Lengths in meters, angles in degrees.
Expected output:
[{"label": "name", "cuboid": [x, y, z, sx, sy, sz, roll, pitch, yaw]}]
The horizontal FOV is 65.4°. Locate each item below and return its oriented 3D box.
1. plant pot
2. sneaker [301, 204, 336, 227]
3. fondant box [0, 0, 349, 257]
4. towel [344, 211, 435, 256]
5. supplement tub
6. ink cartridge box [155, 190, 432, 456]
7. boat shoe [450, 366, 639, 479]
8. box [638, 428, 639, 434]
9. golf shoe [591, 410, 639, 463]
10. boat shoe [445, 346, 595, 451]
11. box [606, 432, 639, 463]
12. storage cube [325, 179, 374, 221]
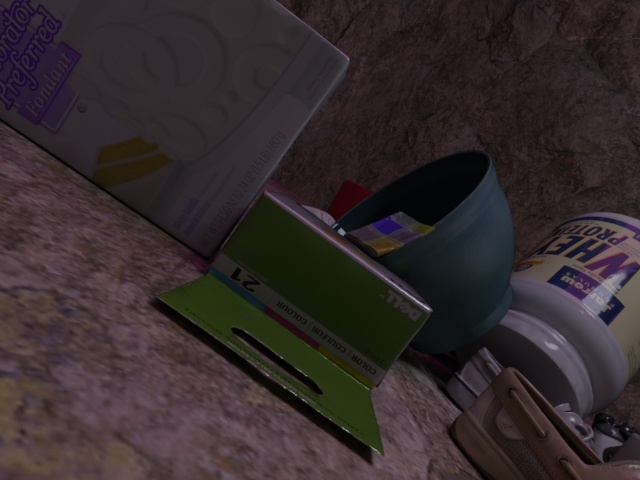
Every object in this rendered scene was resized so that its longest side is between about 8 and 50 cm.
[{"label": "plant pot", "cuboid": [0.151, 0.034, 0.716, 0.196, 0.293, 0.293, 55, 0, -15]}, {"label": "sneaker", "cuboid": [0.000, 0.000, 0.943, 0.232, 0.090, 0.115, 37, 8, 22]}, {"label": "fondant box", "cuboid": [-0.174, -0.174, 0.496, 0.330, 0.238, 0.096, 35, 6, -6]}, {"label": "towel", "cuboid": [0.075, -0.008, 0.542, 0.060, 0.083, 0.009, 39, -38, 52]}, {"label": "supplement tub", "cuboid": [0.395, 0.122, 0.791, 0.235, 0.325, 0.235, 39, -33, 31]}, {"label": "ink cartridge box", "cuboid": [-0.001, 0.046, 0.439, 0.189, 0.097, 0.255, 36, 4, 0]}, {"label": "boat shoe", "cuboid": [0.233, 0.218, 0.397, 0.109, 0.098, 0.302, 33, 6, -33]}, {"label": "box", "cuboid": [0.573, 0.395, 0.826, 0.126, 0.137, 0.072, 36, 6, 0]}, {"label": "golf shoe", "cuboid": [0.423, 0.343, 0.739, 0.077, 0.094, 0.198, 16, -38, 54]}, {"label": "boat shoe", "cuboid": [0.275, 0.233, 0.593, 0.096, 0.088, 0.267, 32, 7, -46]}, {"label": "box", "cuboid": [0.485, 0.372, 0.612, 0.275, 0.113, 0.094, 37, 4, -1]}, {"label": "storage cube", "cuboid": [0.130, -0.022, 1.360, 0.193, 0.214, 0.184, 32, 2, 39]}]
